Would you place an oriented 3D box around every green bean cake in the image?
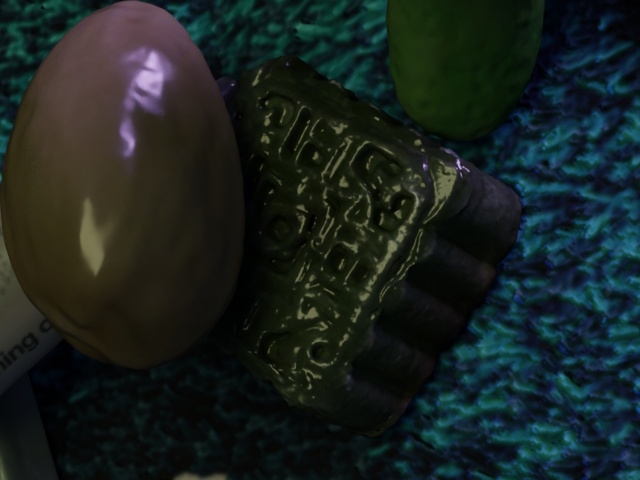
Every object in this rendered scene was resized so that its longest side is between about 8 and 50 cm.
[{"bbox_3d":[0.000,0.000,1.148,0.181,0.094,0.173,36,96,31],"label":"green bean cake"}]

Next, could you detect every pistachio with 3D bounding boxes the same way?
[{"bbox_3d":[-0.111,-0.032,1.102,0.136,0.136,0.226,-18,58,23],"label":"pistachio"}]

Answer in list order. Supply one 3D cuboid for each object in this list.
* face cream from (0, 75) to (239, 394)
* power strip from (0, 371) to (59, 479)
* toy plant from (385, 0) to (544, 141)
[{"bbox_3d":[-0.163,0.006,1.203,0.311,0.092,0.092,-43,60,-12],"label":"face cream"},{"bbox_3d":[-0.246,0.077,1.277,0.091,0.062,0.385,-30,65,21],"label":"power strip"},{"bbox_3d":[0.086,-0.255,1.050,0.210,0.356,0.317,-11,74,-1],"label":"toy plant"}]
